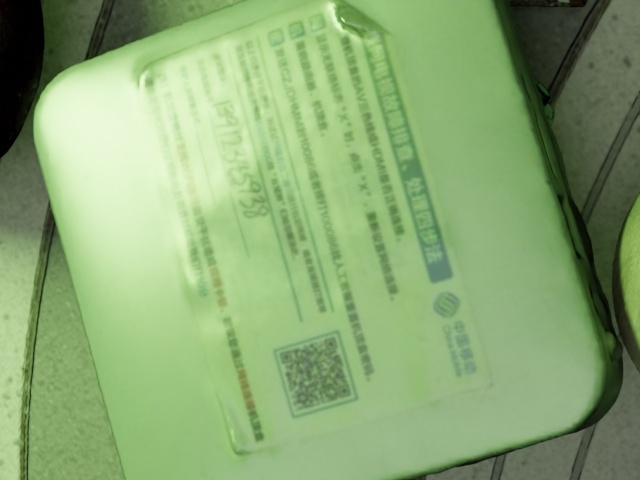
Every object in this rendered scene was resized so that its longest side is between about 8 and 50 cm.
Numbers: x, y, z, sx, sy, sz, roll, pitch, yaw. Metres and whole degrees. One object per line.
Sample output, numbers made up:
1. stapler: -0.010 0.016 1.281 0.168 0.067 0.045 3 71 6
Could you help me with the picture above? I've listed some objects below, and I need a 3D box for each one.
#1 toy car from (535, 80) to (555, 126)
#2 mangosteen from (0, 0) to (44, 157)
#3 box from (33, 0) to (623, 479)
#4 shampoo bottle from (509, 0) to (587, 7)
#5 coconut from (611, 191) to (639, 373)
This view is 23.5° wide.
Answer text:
1. toy car: 0.144 -0.133 1.272 0.059 0.035 0.122 -40 96 22
2. mangosteen: -0.391 -0.180 1.275 0.307 0.347 0.307 -3 69 8
3. box: 0.001 0.001 1.197 0.397 0.111 0.396 -18 84 17
4. shampoo bottle: 0.101 -0.222 1.252 0.236 0.067 0.068 6 94 17
5. coconut: 0.328 0.024 1.115 0.237 0.266 0.237 -27 49 35
